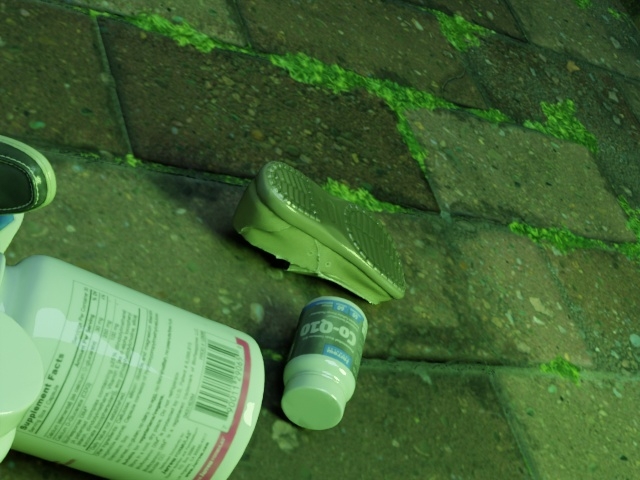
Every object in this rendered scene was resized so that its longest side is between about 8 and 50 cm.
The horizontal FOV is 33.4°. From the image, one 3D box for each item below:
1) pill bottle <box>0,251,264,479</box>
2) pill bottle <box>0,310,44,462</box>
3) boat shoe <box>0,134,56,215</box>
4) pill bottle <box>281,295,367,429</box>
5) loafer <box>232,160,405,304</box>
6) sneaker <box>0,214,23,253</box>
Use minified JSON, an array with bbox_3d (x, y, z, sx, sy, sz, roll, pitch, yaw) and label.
[{"bbox_3d":[-0.205,0.108,0.903,0.283,0.160,0.160,25,40,-24],"label":"pill bottle"},{"bbox_3d":[-0.287,0.140,0.742,0.119,0.208,0.119,32,30,-21],"label":"pill bottle"},{"bbox_3d":[-0.343,-0.053,0.931,0.224,0.080,0.073,9,27,14],"label":"boat shoe"},{"bbox_3d":[0.003,0.131,1.142,0.078,0.078,0.137,33,38,-14],"label":"pill bottle"},{"bbox_3d":[0.000,0.000,1.263,0.268,0.092,0.102,37,36,-36],"label":"loafer"},{"bbox_3d":[-0.335,-0.005,0.978,0.085,0.058,0.152,38,42,-21],"label":"sneaker"}]
